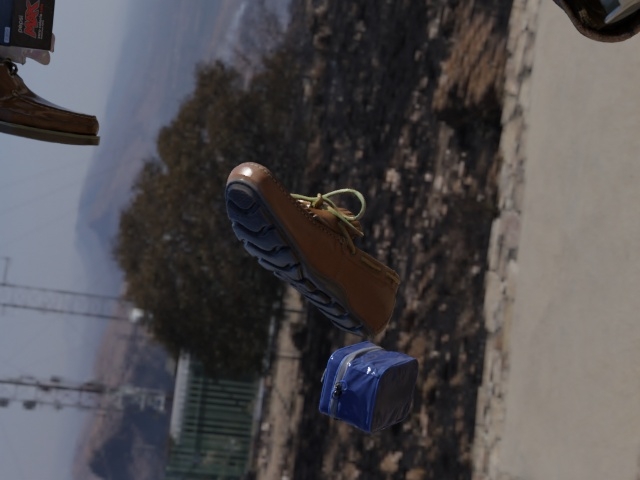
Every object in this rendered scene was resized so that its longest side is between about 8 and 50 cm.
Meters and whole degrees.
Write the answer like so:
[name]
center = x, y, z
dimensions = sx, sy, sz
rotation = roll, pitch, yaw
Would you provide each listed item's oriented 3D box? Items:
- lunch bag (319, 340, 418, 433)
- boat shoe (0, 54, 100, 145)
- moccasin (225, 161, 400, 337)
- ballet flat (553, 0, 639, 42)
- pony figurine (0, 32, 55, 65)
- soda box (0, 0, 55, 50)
[lunch bag]
center = 0.040, 0.135, 0.955
dimensions = 0.098, 0.065, 0.067
rotation = -3, -72, -59
[boat shoe]
center = -0.435, -0.197, 1.346
dimensions = 0.111, 0.307, 0.104
rotation = -166, 88, -73
[moccasin]
center = 0.002, 0.000, 1.495
dimensions = 0.139, 0.380, 0.147
rotation = 10, 65, 49
[ballet flat]
center = 0.175, -0.210, 0.662
dimensions = 0.316, 0.107, 0.106
rotation = 18, -134, -64
[pony figurine]
center = -0.496, -0.433, 1.370
dimensions = 0.363, 0.351, 0.303
rotation = -48, 45, 40
[soda box]
center = -0.348, -0.312, 1.215
dimensions = 0.053, 0.060, 0.169
rotation = 18, 104, 41
